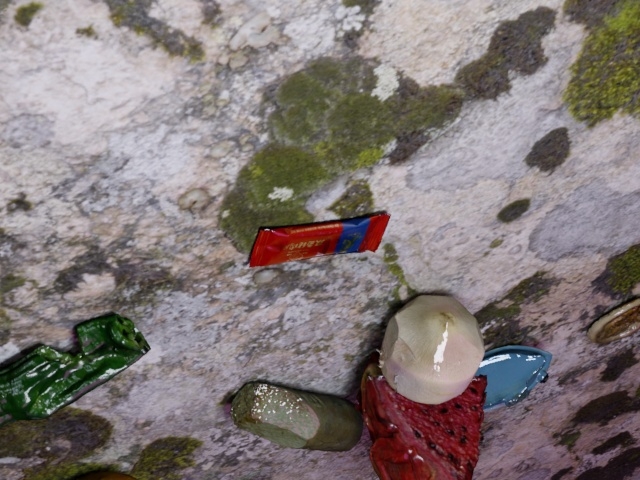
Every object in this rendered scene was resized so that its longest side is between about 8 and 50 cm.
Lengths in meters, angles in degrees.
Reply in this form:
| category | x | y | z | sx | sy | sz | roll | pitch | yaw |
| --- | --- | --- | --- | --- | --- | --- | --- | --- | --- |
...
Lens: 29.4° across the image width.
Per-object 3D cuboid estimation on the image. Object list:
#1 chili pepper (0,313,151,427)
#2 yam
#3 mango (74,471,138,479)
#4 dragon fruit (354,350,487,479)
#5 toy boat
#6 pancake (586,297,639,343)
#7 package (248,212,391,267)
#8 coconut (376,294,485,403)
| category | x | y | z | sx | sy | sz | roll | pitch | yaw |
| --- | --- | --- | --- | --- | --- | --- | --- | --- | --- |
| chili pepper | -0.358 | 0.184 | 1.673 | 0.253 | 0.083 | 0.099 | -27 | 140 | -4 |
| yam | -0.034 | 0.300 | 2.055 | 0.106 | 0.106 | 0.259 | -41 | 147 | 24 |
| mango | -0.379 | 0.466 | 2.012 | 0.248 | 0.151 | 0.156 | -32 | 159 | 26 |
| dragon fruit | 0.190 | 0.335 | 2.033 | 0.240 | 0.330 | 0.302 | -42 | 119 | 16 |
| toy boat | 0.319 | 0.260 | 2.247 | 0.237 | 0.109 | 0.098 | -24 | 168 | 4 |
| pancake | 0.579 | 0.152 | 2.331 | 0.151 | 0.025 | 0.152 | -17 | 149 | -11 |
| package | 0.000 | 0.000 | 1.702 | 0.200 | 0.022 | 0.083 | -7 | 144 | -24 |
| coconut | 0.176 | 0.169 | 1.946 | 0.170 | 0.171 | 0.183 | -16 | 150 | -14 |
